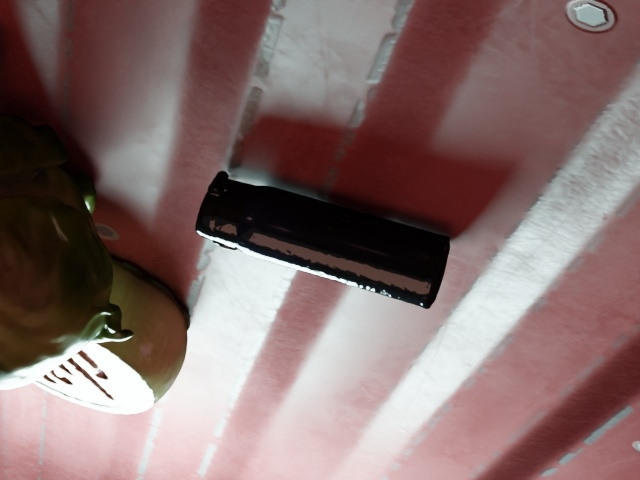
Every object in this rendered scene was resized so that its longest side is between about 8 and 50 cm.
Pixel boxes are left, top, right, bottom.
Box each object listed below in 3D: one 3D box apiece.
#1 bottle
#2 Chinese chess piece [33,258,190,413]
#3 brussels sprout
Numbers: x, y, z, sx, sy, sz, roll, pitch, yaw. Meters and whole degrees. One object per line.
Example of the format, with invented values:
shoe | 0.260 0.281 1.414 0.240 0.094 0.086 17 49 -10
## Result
bottle | 0.000 0.000 1.362 0.245 0.072 0.082 17 135 9
Chinese chess piece | -0.294 0.104 1.721 0.270 0.112 0.270 17 152 10
brussels sprout | -0.319 0.013 1.402 0.227 0.259 0.294 -35 163 21
